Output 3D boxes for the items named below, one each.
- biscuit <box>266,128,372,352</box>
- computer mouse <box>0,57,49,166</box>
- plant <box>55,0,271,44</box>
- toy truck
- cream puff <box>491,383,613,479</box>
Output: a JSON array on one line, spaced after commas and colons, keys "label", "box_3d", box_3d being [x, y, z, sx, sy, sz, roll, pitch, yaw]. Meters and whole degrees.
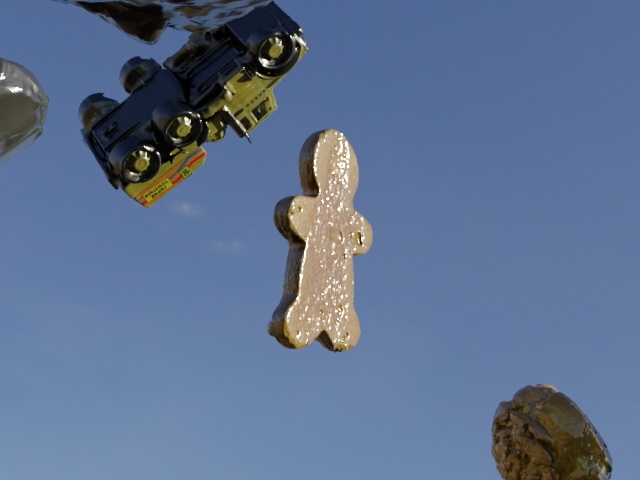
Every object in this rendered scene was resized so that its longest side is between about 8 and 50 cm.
[{"label": "biscuit", "box_3d": [0.000, 0.000, 1.684, 0.049, 0.301, 0.197, -3, -12, 34]}, {"label": "computer mouse", "box_3d": [-0.349, -0.071, 1.019, 0.269, 0.086, 0.137, -11, -17, -15]}, {"label": "plant", "box_3d": [-0.108, -0.203, 0.583, 0.312, 0.213, 0.215, -10, -12, 44]}, {"label": "toy truck", "box_3d": [-0.127, -0.151, 1.359, 0.127, 0.257, 0.127, 45, 4, -45]}, {"label": "cream puff", "box_3d": [0.294, 0.285, 1.656, 0.129, 0.189, 0.189, -30, -25, -10]}]
